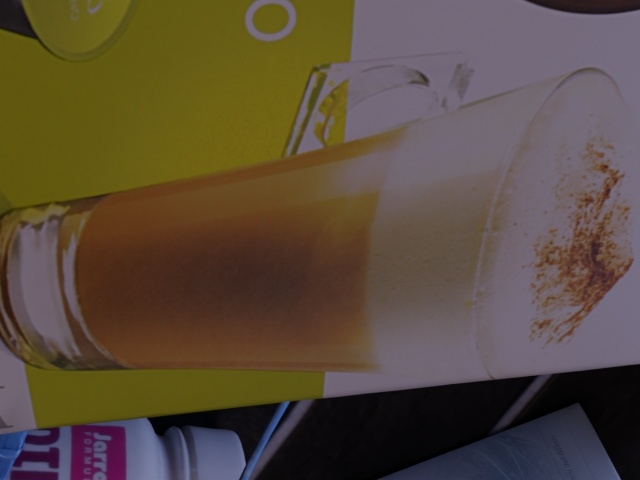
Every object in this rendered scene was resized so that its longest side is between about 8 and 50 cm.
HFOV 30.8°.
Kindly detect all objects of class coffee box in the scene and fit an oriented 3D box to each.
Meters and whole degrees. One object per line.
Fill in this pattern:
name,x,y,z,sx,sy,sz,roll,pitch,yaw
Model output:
coffee box,-0.011,-0.168,0.482,0.334,0.338,0.338,-4,133,-9

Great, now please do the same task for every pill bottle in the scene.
pill bottle,-0.203,0.193,0.823,0.283,0.160,0.160,6,123,-17

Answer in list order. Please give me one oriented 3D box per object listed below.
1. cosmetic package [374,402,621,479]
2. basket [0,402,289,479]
cosmetic package,0.153,0.283,0.924,0.224,0.224,0.138,-22,127,3
basket,-0.160,0.068,0.675,0.289,0.201,0.255,26,77,3
